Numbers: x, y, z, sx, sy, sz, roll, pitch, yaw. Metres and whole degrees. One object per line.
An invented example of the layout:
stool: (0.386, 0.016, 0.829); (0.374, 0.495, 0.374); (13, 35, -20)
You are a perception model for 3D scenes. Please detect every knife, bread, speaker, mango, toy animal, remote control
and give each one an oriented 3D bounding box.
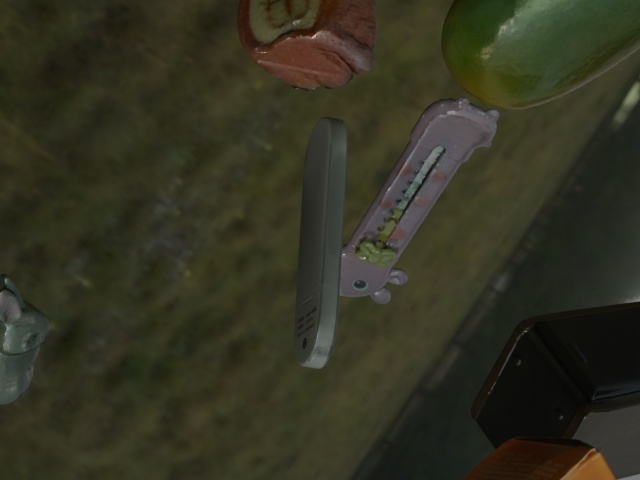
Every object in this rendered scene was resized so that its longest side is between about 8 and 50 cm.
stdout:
knife: (0.098, -0.041, 1.863); (0.398, 0.132, 0.038); (121, -17, -45)
bread: (-0.020, -0.349, 2.233); (0.123, 0.190, 0.244); (39, 42, -49)
speaker: (0.334, 0.189, 1.807); (0.231, 0.153, 0.192); (-7, 135, -32)
mango: (0.211, -0.200, 1.209); (0.251, 0.114, 0.156); (-35, 142, 18)
toy animal: (-0.448, 0.147, 2.181); (0.236, 0.108, 0.138); (131, -33, -49)
remote control: (0.000, 0.000, 1.411); (0.077, 0.022, 0.245); (137, -41, -65)

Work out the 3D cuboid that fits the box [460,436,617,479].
box: (0.146, 0.357, 1.320); (0.341, 0.225, 0.143); (-37, -165, -22)
